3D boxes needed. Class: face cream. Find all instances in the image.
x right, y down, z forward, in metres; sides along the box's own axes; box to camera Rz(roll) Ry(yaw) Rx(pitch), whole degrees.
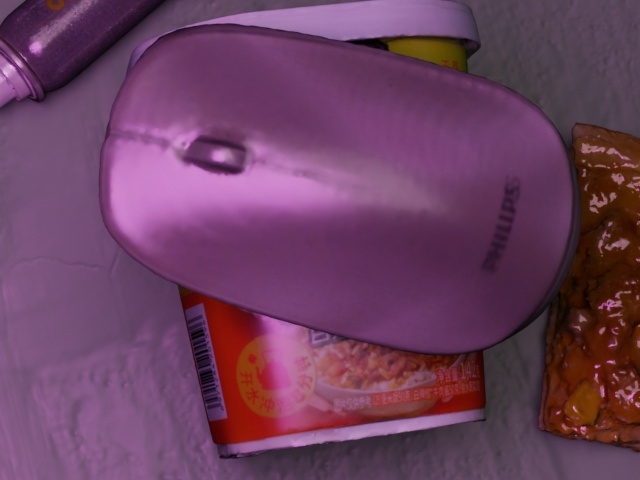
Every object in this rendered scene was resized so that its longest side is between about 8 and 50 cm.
[{"bbox_3d":[-0.167,-0.207,1.609,0.283,0.073,0.073,-43,85,-14],"label":"face cream"}]

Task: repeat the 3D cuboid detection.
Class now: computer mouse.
[{"bbox_3d":[0.017,-0.035,1.337,0.331,0.095,0.197,12,85,-9],"label":"computer mouse"}]

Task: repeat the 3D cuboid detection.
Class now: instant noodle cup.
[{"bbox_3d":[0.000,0.000,1.498,0.294,0.294,0.307,-7,85,-8],"label":"instant noodle cup"}]

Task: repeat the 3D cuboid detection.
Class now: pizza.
[{"bbox_3d":[0.315,0.046,1.607,0.258,0.087,0.268,7,74,-8],"label":"pizza"}]
